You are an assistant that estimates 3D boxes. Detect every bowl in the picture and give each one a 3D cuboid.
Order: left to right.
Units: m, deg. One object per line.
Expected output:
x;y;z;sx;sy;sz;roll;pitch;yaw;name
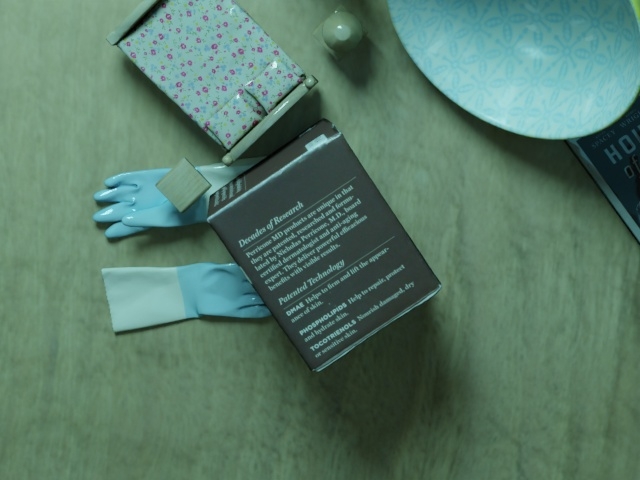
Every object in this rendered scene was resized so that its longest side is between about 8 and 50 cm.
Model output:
0.227;-0.260;1.140;0.289;0.289;0.156;44;61;-8;bowl

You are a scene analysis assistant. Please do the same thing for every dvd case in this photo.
0.410;-0.081;1.261;0.179;0.029;0.239;-36;101;11;dvd case

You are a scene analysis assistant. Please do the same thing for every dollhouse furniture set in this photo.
-0.132;-0.245;1.158;0.355;0.174;0.303;-44;98;7;dollhouse furniture set

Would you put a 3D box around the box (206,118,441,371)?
0.000;0.000;1.224;0.167;0.168;0.203;-34;101;3;box

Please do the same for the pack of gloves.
-0.152;0.011;1.311;0.232;0.046;0.195;-6;104;5;pack of gloves
